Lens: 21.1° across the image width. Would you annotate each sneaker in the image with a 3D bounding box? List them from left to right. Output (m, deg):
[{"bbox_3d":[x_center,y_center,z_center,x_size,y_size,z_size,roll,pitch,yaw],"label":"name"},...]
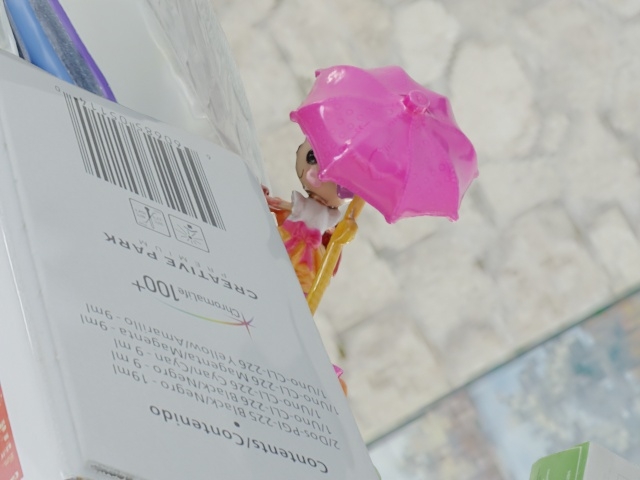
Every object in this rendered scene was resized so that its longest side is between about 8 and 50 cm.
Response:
[{"bbox_3d":[-0.160,-0.053,0.760,0.323,0.236,0.130,65,-168,-68],"label":"sneaker"}]

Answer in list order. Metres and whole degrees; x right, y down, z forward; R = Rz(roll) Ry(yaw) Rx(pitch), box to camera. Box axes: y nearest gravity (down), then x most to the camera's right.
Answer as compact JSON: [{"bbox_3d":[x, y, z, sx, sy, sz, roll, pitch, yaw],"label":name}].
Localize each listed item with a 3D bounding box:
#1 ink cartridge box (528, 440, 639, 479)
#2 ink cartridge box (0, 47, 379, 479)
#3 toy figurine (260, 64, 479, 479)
[{"bbox_3d":[0.219,0.220,1.059,0.209,0.062,0.109,29,-123,-19],"label":"ink cartridge box"},{"bbox_3d":[-0.126,0.143,0.565,0.130,0.309,0.272,23,-151,-35],"label":"ink cartridge box"},{"bbox_3d":[0.000,0.000,0.726,0.130,0.159,0.173,28,-177,-17],"label":"toy figurine"}]
